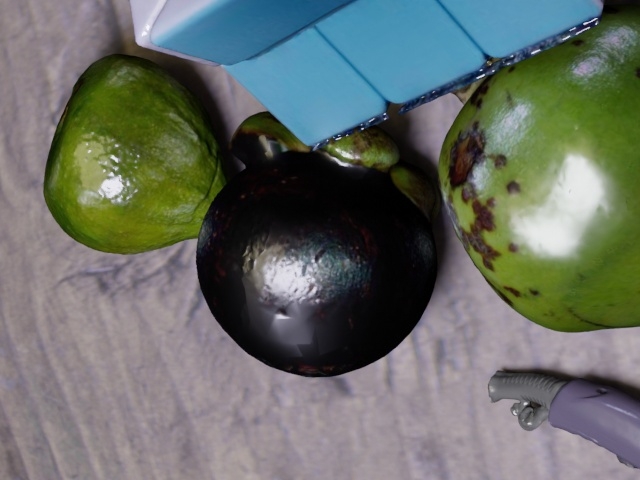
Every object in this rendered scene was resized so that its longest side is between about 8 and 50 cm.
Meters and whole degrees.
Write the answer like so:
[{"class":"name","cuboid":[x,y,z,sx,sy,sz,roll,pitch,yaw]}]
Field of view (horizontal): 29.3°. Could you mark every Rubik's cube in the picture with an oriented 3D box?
[{"class":"Rubik's cube","cuboid":[0.024,-0.280,0.902,0.387,0.358,0.368,-21,71,36]}]

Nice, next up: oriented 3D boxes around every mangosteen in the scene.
[{"class":"mangosteen","cuboid":[0.000,0.000,1.100,0.243,0.243,0.243,11,109,33]}]

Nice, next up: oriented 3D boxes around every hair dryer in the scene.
[{"class":"hair dryer","cuboid":[0.287,0.221,1.045,0.361,0.121,0.301,36,130,34]}]

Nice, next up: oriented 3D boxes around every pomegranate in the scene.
[{"class":"pomegranate","cuboid":[0.200,-0.061,0.919,0.270,0.254,0.254,40,122,17]}]

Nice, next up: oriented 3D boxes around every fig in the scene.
[{"class":"fig","cuboid":[-0.156,-0.071,1.248,0.235,0.203,0.203,20,122,-14]}]

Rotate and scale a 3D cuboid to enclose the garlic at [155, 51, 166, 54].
[{"class":"garlic","cuboid":[-0.154,-0.245,1.225,0.113,0.094,0.074,-2,61,42]}]
